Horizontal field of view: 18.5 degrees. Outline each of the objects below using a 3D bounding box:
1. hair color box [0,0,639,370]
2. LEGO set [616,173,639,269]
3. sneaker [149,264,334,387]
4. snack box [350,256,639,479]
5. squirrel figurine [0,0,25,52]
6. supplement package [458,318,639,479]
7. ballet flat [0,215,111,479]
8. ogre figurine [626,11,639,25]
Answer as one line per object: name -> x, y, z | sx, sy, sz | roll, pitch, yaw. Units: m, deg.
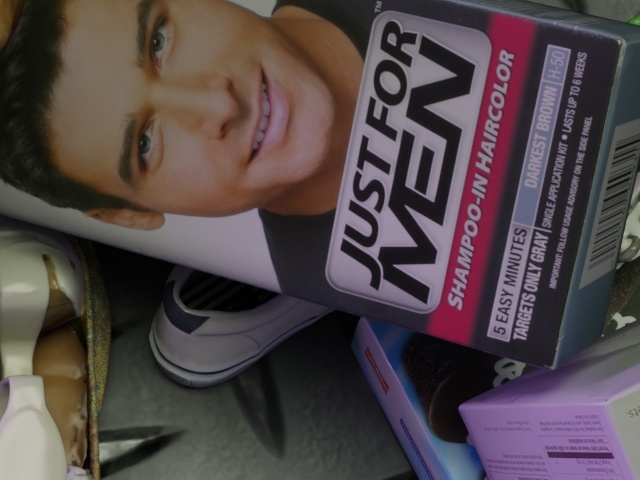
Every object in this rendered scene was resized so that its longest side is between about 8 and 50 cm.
hair color box -> -0.009, -0.069, 1.137 | 0.375, 0.113, 0.185 | 15, 103, 20
LEGO set -> 0.099, -0.091, 1.242 | 0.132, 0.107, 0.287 | -43, 102, -34
sneaker -> 0.000, 0.000, 1.279 | 0.094, 0.091, 0.258 | 44, 64, 13
snack box -> 0.204, 0.082, 1.291 | 0.322, 0.060, 0.187 | -21, 69, -19
squirrel figurine -> -0.310, -0.076, 1.151 | 0.281, 0.370, 0.397 | 6, 34, -6
supplement package -> 0.246, 0.174, 1.127 | 0.199, 0.198, 0.262 | -23, 93, -20
ballet flat -> -0.183, 0.082, 1.193 | 0.123, 0.123, 0.348 | -1, 63, -10
ogre figurine -> 0.210, -0.087, 1.364 | 0.197, 0.097, 0.118 | -30, 88, -8
